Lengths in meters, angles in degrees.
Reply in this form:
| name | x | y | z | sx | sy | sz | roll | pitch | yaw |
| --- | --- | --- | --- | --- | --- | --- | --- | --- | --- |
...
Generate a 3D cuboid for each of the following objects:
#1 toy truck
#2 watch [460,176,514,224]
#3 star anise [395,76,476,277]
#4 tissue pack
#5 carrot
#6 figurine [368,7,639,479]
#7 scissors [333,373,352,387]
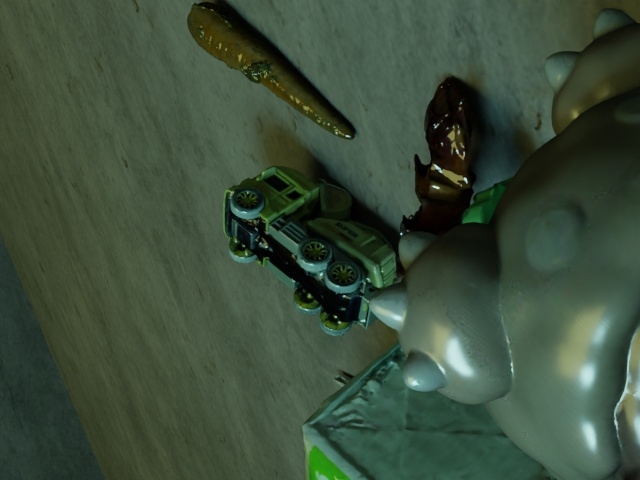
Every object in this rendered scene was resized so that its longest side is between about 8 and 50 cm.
| name | x | y | z | sx | sy | sz | roll | pitch | yaw |
| --- | --- | --- | --- | --- | --- | --- | --- | --- | --- |
| toy truck | 0.000 | 0.000 | 0.965 | 0.191 | 0.116 | 0.085 | 37 | 145 | 25 |
| watch | 0.188 | 0.029 | 0.660 | 0.152 | 0.131 | 0.165 | -6 | 109 | 51 |
| star anise | 0.092 | -0.025 | 0.762 | 0.053 | 0.212 | 0.157 | 9 | 160 | 5 |
| tissue pack | 0.146 | 0.347 | 0.927 | 0.332 | 0.205 | 0.405 | 33 | 143 | 35 |
| carrot | -0.054 | -0.172 | 0.983 | 0.254 | 0.049 | 0.049 | 41 | 146 | 28 |
| figurine | 0.229 | 0.066 | 0.487 | 0.380 | 0.248 | 0.203 | 38 | 169 | 4 |
| scissors | 0.056 | 0.181 | 1.140 | 0.119 | 0.014 | 0.058 | 23 | 130 | 47 |
